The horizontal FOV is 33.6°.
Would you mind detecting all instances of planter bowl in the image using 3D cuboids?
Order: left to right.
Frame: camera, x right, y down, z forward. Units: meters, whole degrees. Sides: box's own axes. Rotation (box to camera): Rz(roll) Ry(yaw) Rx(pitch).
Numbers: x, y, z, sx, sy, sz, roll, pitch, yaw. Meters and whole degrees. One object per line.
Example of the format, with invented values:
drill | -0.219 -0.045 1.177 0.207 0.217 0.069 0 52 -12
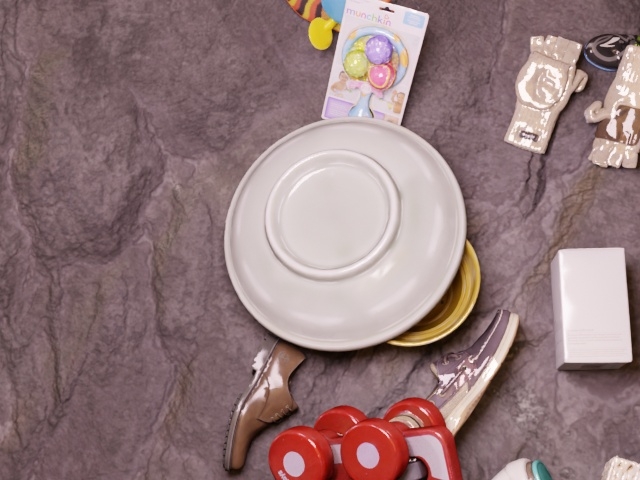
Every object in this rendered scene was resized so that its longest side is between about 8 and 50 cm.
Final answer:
planter bowl | 0.152 0.075 1.708 0.217 0.090 0.217 -5 69 13

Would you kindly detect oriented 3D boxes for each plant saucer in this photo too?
plant saucer | 0.026 -0.029 1.676 0.401 0.100 0.400 -5 70 14

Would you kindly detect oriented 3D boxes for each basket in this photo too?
basket | 0.464 0.389 1.576 0.103 0.167 0.113 17 78 16

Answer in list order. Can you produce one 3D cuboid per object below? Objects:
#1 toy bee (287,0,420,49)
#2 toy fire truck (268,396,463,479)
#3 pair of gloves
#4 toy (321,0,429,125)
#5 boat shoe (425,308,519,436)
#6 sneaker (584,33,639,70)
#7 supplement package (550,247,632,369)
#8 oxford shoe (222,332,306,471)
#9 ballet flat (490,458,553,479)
toy bee | 0.062 -0.379 1.813 0.195 0.162 0.298 -31 44 -18
toy fire truck | 0.076 0.381 1.587 0.302 0.169 0.253 -12 90 31
pair of gloves | 0.443 -0.232 1.771 0.240 0.042 0.204 12 95 15
toy | 0.082 -0.274 1.744 0.137 0.237 0.056 18 39 6
boat shoe | 0.212 0.221 1.671 0.092 0.103 0.285 32 87 7
sneaker | 0.539 -0.323 1.782 0.188 0.078 0.067 5 77 8
supplement package | 0.425 0.109 1.675 0.105 0.105 0.179 -2 77 5
oxford shoe | -0.088 0.270 1.697 0.096 0.083 0.227 23 81 6
ballet flat | 0.352 0.527 1.583 0.139 0.139 0.400 -23 71 -1
